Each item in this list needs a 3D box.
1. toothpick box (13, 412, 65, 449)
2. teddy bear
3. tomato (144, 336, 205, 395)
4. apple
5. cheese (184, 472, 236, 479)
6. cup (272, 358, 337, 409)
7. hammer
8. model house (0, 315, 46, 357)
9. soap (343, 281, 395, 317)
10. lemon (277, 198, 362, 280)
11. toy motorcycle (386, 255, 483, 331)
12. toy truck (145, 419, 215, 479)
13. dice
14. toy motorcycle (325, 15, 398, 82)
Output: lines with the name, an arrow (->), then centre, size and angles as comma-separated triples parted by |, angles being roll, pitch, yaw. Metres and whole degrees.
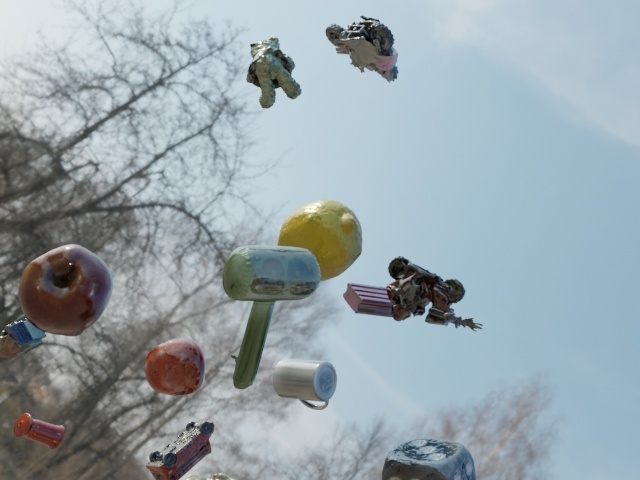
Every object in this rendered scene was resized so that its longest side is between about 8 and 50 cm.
toothpick box -> -0.516, 0.348, 1.287 | 0.047, 0.047, 0.083 | 23, -14, 45
teddy bear -> -0.135, -0.444, 1.776 | 0.111, 0.133, 0.213 | 50, 21, -63
tomato -> -0.409, 0.369, 2.001 | 0.151, 0.187, 0.187 | 54, -23, 21
apple -> -0.819, 0.169, 2.265 | 0.288, 0.288, 0.317 | 49, -31, 5
cheese -> -0.366, 0.853, 2.173 | 0.318, 0.326, 0.115 | -99, -162, -66
cup -> -0.029, 0.351, 1.739 | 0.133, 0.099, 0.136 | -5, -33, 36
hammer -> -0.131, 0.169, 1.502 | 0.119, 0.206, 0.335 | 40, -61, 51
model house -> -1.021, 0.328, 2.351 | 0.119, 0.148, 0.149 | 61, 6, -2
soap -> 0.191, 0.210, 2.452 | 0.122, 0.203, 0.065 | 52, -55, 52
lemon -> 0.000, 0.000, 1.997 | 0.288, 0.233, 0.233 | -26, -78, 46
toy motorcycle -> 0.362, 0.201, 2.274 | 0.401, 0.207, 0.134 | 23, -8, 32
toy truck -> -0.462, 0.718, 2.400 | 0.107, 0.253, 0.114 | -16, -76, 47
dice -> 0.259, 0.581, 1.669 | 0.182, 0.183, 0.181 | -6, -89, 32
toy motorcycle -> 0.131, -0.499, 1.892 | 0.204, 0.108, 0.239 | 49, -4, -38
